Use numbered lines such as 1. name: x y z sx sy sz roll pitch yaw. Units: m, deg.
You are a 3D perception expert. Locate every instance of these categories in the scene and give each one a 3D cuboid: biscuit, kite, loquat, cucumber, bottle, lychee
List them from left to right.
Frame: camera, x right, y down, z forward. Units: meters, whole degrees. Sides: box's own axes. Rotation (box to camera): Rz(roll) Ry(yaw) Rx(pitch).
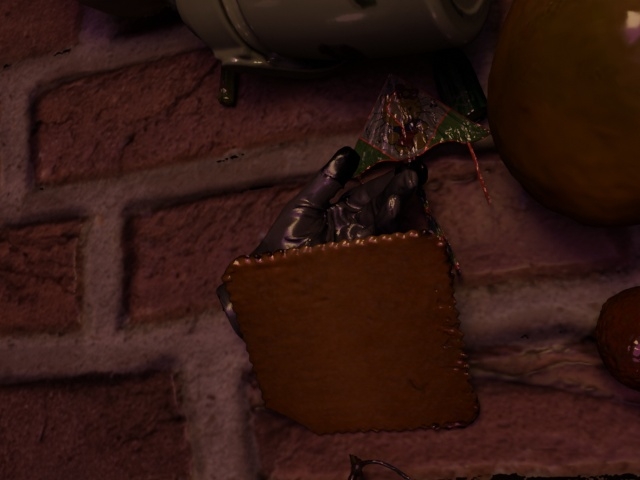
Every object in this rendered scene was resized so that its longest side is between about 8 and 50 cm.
1. bottle: -0.006 -0.286 0.761 0.352 0.229 0.229 -2 79 33
2. biscuit: 0.031 0.106 0.726 0.237 0.013 0.232 -8 112 17
3. kite: 0.102 -0.072 0.777 0.198 0.006 0.244 -19 80 29
4. cucumber: 0.153 -0.176 0.783 0.048 0.048 0.105 -21 74 13
5. loquat: 0.281 -0.149 0.615 0.276 0.284 0.276 0 83 -2
6. lychee: 0.323 0.093 0.658 0.114 0.140 0.101 -8 80 56

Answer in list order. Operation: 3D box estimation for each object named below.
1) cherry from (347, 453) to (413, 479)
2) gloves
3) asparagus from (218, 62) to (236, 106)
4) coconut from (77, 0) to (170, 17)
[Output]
1. cherry: 0.125 0.283 0.691 0.226 0.090 0.107 6 98 28
2. gloves: -0.001 0.002 0.767 0.285 0.119 0.142 -36 82 23
3. asparagus: -0.116 -0.292 0.904 0.024 0.025 0.248 -17 70 59
4. coconut: -0.247 -0.389 0.862 0.227 0.227 0.230 -21 64 13
